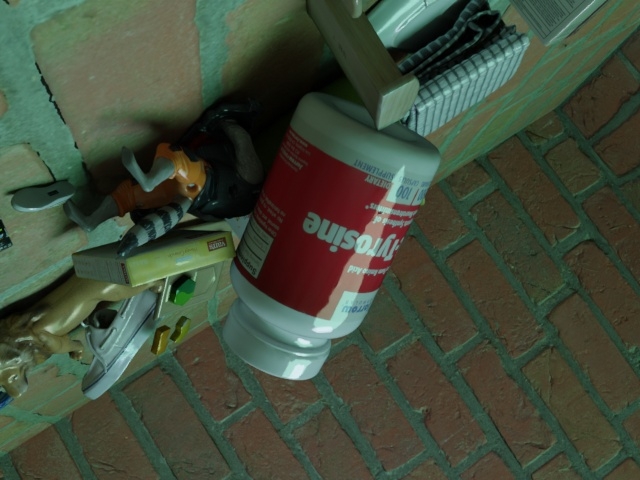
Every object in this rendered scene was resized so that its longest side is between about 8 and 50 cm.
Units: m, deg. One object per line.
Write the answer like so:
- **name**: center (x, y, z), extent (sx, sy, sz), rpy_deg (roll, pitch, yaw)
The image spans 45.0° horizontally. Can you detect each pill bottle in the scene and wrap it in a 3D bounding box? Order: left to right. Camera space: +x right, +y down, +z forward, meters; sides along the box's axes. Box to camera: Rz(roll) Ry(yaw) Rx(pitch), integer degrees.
- **pill bottle**: center (0.000, 0.000, 1.190), extent (0.229, 0.229, 0.407), rpy_deg (-17, 134, -64)

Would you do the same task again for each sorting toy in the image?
- **sorting toy**: center (-0.282, 0.103, 1.711), extent (0.229, 0.041, 0.307), rpy_deg (-22, 134, -60)

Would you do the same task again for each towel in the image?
- **towel**: center (0.227, -0.301, 1.384), extent (0.235, 0.121, 0.284), rpy_deg (-33, 173, 5)

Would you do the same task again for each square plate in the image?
- **square plate**: center (0.240, -0.423, 1.289), extent (0.347, 0.049, 0.344), rpy_deg (-38, 170, 28)

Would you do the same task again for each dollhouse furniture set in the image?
- **dollhouse furniture set**: center (0.156, -0.324, 0.950), extent (0.303, 0.198, 0.286), rpy_deg (-30, 171, -3)

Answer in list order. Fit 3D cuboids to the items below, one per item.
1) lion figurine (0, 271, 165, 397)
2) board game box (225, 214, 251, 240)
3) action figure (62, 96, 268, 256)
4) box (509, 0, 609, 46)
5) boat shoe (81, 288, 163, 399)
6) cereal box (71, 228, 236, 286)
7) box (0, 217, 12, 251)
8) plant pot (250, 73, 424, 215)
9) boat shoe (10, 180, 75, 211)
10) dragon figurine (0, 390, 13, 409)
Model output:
- **lion figurine**: center (-0.478, 0.129, 1.484), extent (0.392, 0.142, 0.240), rpy_deg (-48, 165, -4)
- **board game box**: center (-0.043, -0.130, 1.710), extent (0.303, 0.097, 0.224), rpy_deg (-29, 170, -38)
- **action figure**: center (-0.217, -0.060, 1.198), extent (0.330, 0.178, 0.341), rpy_deg (-12, 157, -46)
- **box**: center (0.481, -0.500, 1.434), extent (0.127, 0.148, 0.232), rpy_deg (-28, 170, -39)
- **boat shoe**: center (-0.484, 0.204, 1.776), extent (0.367, 0.156, 0.136), rpy_deg (-50, -166, 22)
- **cereal box**: center (-0.263, 0.022, 1.199), extent (0.173, 0.047, 0.240), rpy_deg (-17, -170, -35)
- **box**: center (-0.489, 0.006, 0.953), extent (0.191, 0.045, 0.184), rpy_deg (-30, 168, -20)
- **plant pot**: center (0.000, -0.139, 1.387), extent (0.294, 0.274, 0.275), rpy_deg (-21, 172, 2)
- **boat shoe**: center (-0.382, -0.054, 1.054), extent (0.035, 0.035, 0.100), rpy_deg (-43, 175, 33)
- **dragon figurine**: center (-0.684, 0.314, 1.593), extent (0.289, 0.144, 0.085), rpy_deg (-29, 171, -29)
